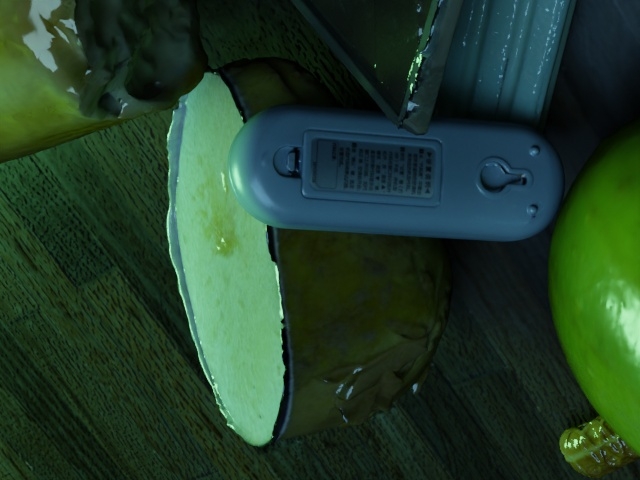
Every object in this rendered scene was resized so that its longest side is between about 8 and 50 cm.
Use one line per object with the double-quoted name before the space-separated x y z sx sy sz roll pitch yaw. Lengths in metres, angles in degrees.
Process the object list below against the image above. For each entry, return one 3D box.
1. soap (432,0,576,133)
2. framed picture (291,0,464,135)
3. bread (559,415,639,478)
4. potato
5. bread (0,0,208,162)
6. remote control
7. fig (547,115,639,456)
"soap" 0.123 -0.145 0.887 0.114 0.063 0.198 19 126 14
"framed picture" 0.046 -0.260 0.784 0.232 0.024 0.315 56 142 42
"bread" 0.272 0.156 1.017 0.052 0.044 0.157 49 126 -2
"potato" 0.000 0.000 0.969 0.246 0.196 0.300 -6 95 63
"bread" -0.287 -0.234 0.916 0.394 0.250 0.361 -14 101 34
"remote control" 0.057 -0.047 0.834 0.244 0.047 0.087 3 83 -13
"fig" 0.281 0.047 0.769 0.258 0.326 0.258 1 119 2
